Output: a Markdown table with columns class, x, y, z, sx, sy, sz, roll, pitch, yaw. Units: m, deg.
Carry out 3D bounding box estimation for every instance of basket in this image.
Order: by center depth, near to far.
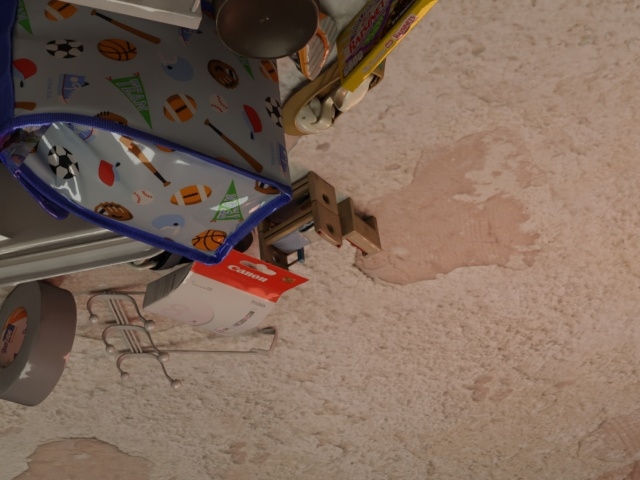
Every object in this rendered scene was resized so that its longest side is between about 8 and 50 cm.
| class | x | y | z | sx | sy | sz | roll | pitch | yaw |
| --- | --- | --- | --- | --- | --- | --- | --- | --- | --- |
| basket | -0.075 | -0.352 | 1.527 | 0.154 | 0.227 | 0.204 | -15 | 142 | 10 |

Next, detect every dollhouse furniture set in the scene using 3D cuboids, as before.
| class | x | y | z | sx | sy | sz | roll | pitch | yaw |
| --- | --- | --- | --- | --- | --- | --- | --- | --- | --- |
| dollhouse furniture set | 0.000 | 0.000 | 2.088 | 0.129 | 0.129 | 0.183 | -29 | 138 | 27 |

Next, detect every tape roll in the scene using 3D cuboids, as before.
| class | x | y | z | sx | sy | sz | roll | pitch | yaw |
| --- | --- | --- | --- | --- | --- | --- | --- | --- | --- |
| tape roll | -0.519 | 0.182 | 2.168 | 0.072 | 0.219 | 0.219 | 21 | 135 | -33 |

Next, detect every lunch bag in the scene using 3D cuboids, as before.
| class | x | y | z | sx | sy | sz | roll | pitch | yaw |
| --- | --- | --- | --- | --- | --- | --- | --- | --- | --- |
| lunch bag | -0.260 | -0.184 | 1.642 | 0.385 | 0.328 | 0.239 | 21 | 133 | -34 |

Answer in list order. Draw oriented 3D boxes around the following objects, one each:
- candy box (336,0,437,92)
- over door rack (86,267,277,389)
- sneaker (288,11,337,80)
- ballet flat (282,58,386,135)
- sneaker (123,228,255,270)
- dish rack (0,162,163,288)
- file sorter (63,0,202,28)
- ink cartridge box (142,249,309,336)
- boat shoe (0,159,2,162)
| class | x | y | z | sx | sy | sz | roll | pitch | yaw |
| --- | --- | --- | --- | --- | --- | --- | --- | --- | --- |
| candy box | 0.091 | -0.311 | 1.711 | 0.027 | 0.105 | 0.206 | 22 | 134 | -27 |
| over door rack | -0.254 | 0.177 | 2.300 | 0.324 | 0.108 | 0.239 | -9 | 144 | 2 |
| sneaker | -0.038 | -0.304 | 1.729 | 0.083 | 0.084 | 0.215 | 22 | 164 | 23 |
| ballet flat | 0.013 | -0.214 | 1.852 | 0.080 | 0.073 | 0.232 | 19 | 136 | -32 |
| sneaker | -0.253 | -0.006 | 2.045 | 0.321 | 0.127 | 0.126 | 15 | 136 | -29 |
| dish rack | -0.379 | -0.075 | 1.800 | 0.333 | 0.285 | 0.072 | -11 | 138 | 4 |
| file sorter | -0.216 | -0.412 | 1.390 | 0.193 | 0.278 | 0.173 | 9 | 136 | -21 |
| ink cartridge box | -0.163 | 0.093 | 2.074 | 0.189 | 0.066 | 0.232 | 22 | 153 | -33 |
| boat shoe | -0.485 | -0.146 | 1.759 | 0.258 | 0.109 | 0.089 | -35 | -175 | -17 |
